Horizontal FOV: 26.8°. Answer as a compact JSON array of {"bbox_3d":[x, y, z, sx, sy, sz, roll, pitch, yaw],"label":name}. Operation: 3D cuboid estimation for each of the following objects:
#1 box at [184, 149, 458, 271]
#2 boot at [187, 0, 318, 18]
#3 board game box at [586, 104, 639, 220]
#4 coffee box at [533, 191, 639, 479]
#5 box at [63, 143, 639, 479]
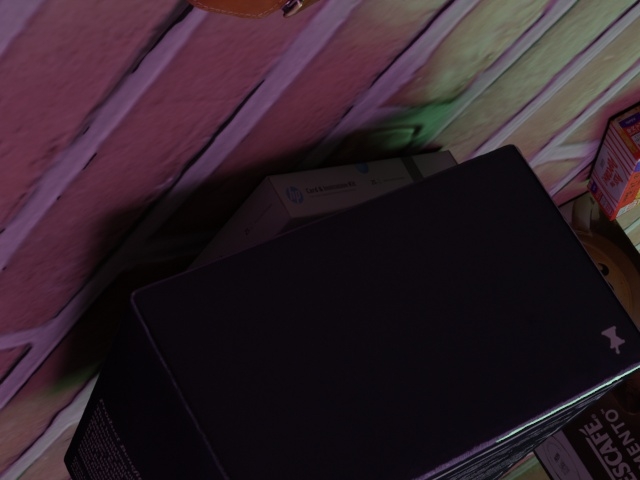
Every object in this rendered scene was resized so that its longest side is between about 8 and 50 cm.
[{"bbox_3d":[0.000,0.000,0.952,0.186,0.038,0.145,-13,155,-45],"label":"box"},{"bbox_3d":[0.039,-0.155,0.568,0.197,0.073,0.152,-1,146,-35],"label":"boot"},{"bbox_3d":[0.338,-0.105,1.195,0.193,0.045,0.147,-29,162,-7],"label":"board game box"},{"bbox_3d":[0.264,0.126,1.276,0.168,0.297,0.119,-26,161,-13],"label":"coffee box"},{"bbox_3d":[0.010,0.114,0.912,0.296,0.183,0.294,-22,162,-28],"label":"box"}]
